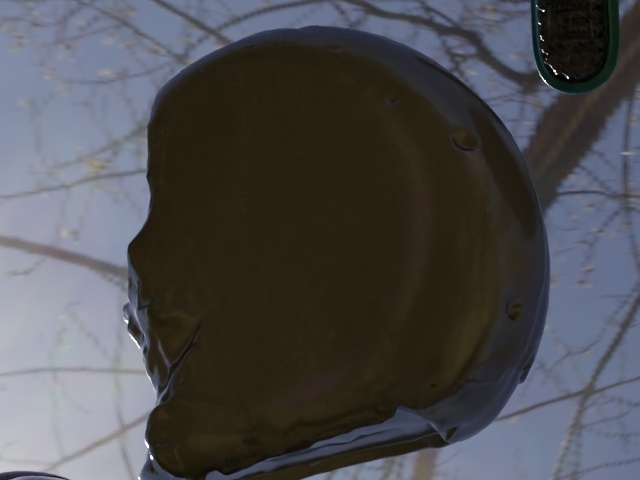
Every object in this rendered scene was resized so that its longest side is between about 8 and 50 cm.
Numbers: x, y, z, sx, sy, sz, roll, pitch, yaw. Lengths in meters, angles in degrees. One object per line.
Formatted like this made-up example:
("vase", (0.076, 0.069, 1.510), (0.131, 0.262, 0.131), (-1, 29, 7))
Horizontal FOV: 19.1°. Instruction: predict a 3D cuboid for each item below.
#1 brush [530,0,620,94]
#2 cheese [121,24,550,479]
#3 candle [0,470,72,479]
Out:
("brush", (0.120, -0.168, 0.923), (0.043, 0.032, 0.193), (-3, -93, 16))
("cheese", (0.000, 0.000, 0.751), (0.175, 0.091, 0.202), (-21, -122, 12))
("candle", (-0.035, 0.069, 0.356), (0.051, 0.329, 0.048), (-2, -94, -20))
